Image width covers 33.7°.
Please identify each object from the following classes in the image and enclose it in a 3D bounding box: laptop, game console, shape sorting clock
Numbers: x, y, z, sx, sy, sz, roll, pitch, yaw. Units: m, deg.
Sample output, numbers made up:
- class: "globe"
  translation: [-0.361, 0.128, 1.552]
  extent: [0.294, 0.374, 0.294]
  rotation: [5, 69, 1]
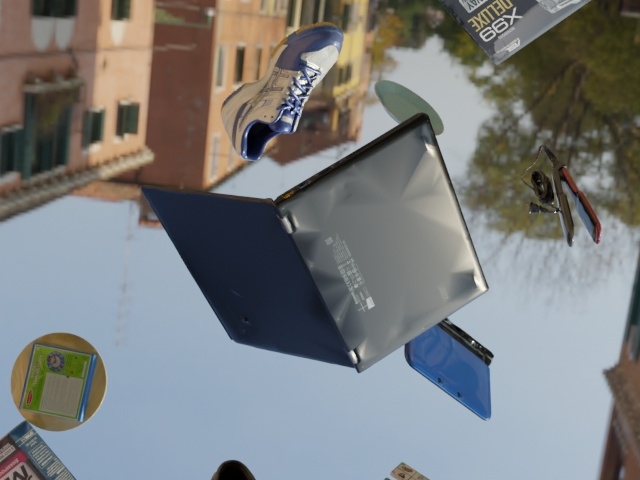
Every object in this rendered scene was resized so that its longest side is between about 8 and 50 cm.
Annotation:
- class: "laptop"
  translation: [0.000, 0.000, 1.693]
  extent: [0.408, 0.382, 0.236]
  rotation: [-31, -141, -7]
- class: "game console"
  translation: [0.241, 0.256, 2.383]
  extent: [0.293, 0.173, 0.250]
  rotation: [39, 159, -29]
- class: "shape sorting clock"
  translation: [-0.548, 0.296, 2.215]
  extent: [0.206, 0.206, 0.040]
  rotation: [7, 174, 1]

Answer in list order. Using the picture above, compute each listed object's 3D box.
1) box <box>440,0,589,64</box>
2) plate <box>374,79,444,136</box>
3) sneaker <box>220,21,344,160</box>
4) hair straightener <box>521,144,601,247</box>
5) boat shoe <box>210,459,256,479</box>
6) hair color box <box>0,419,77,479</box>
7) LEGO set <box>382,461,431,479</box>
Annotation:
- class: "box"
  translation: [0.414, -0.535, 2.160]
  extent: [0.242, 0.307, 0.076]
  rotation: [40, -153, -36]
- class: "plate"
  translation: [0.194, -0.289, 2.362]
  extent: [0.188, 0.024, 0.188]
  rotation: [26, -149, -17]
- class: "sneaker"
  translation: [-0.054, -0.255, 1.869]
  extent: [0.112, 0.296, 0.131]
  rotation: [14, -134, -40]
- class: "hair straightener"
  translation: [0.361, -0.073, 1.643]
  extent: [0.089, 0.047, 0.230]
  rotation: [-9, -137, -1]
- class: "boat shoe"
  translation: [-0.136, 0.415, 1.609]
  extent: [0.112, 0.095, 0.335]
  rotation: [20, 179, -10]
- class: "hair color box"
  translation: [-0.585, 0.570, 2.212]
  extent: [0.347, 0.174, 0.105]
  rotation: [50, -170, -2]
- class: "LEGO set"
  translation: [0.207, 0.541, 2.012]
  extent: [0.244, 0.060, 0.182]
  rotation: [29, -148, 23]
